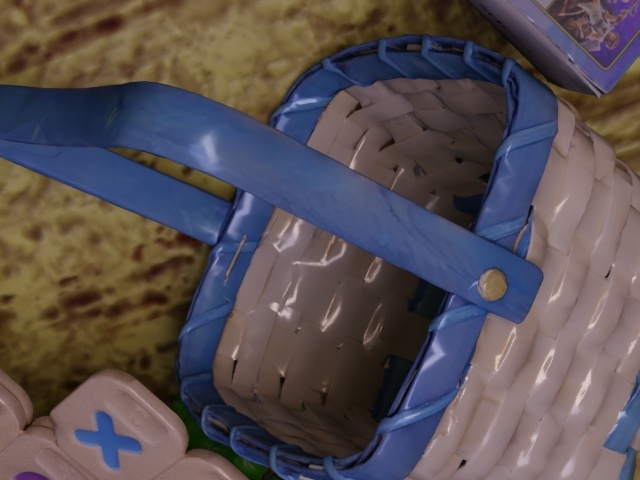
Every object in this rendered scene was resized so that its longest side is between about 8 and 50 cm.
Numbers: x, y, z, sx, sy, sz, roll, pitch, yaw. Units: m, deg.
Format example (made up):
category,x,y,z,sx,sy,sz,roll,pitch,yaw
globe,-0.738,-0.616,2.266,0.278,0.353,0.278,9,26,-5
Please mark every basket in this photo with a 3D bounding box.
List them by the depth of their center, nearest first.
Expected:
category,x,y,z,sx,sy,sz,roll,pitch,yaw
basket,0.000,0.000,0.672,0.289,0.255,0.201,20,87,-30

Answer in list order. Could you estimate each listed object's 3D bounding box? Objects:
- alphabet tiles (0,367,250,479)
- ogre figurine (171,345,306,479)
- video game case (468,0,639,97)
category,x,y,z,sx,sy,sz,roll,pitch,yaw
alphabet tiles,-0.112,0.173,0.797,0.284,0.021,0.278,42,132,-8
ogre figurine,-0.032,0.147,0.829,0.118,0.097,0.197,18,99,7
video game case,0.107,-0.239,0.623,0.244,0.061,0.269,40,88,-19
